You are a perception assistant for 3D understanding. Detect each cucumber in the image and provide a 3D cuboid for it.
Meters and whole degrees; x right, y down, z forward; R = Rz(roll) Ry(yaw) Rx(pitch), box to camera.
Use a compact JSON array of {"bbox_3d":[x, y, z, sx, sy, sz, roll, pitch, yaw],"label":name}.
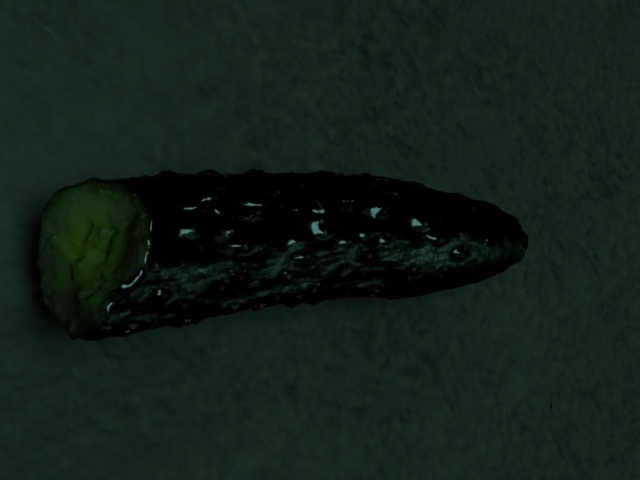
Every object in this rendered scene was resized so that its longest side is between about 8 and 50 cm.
[{"bbox_3d":[0.000,0.000,0.546,0.303,0.081,0.072,-4,130,-44],"label":"cucumber"}]
